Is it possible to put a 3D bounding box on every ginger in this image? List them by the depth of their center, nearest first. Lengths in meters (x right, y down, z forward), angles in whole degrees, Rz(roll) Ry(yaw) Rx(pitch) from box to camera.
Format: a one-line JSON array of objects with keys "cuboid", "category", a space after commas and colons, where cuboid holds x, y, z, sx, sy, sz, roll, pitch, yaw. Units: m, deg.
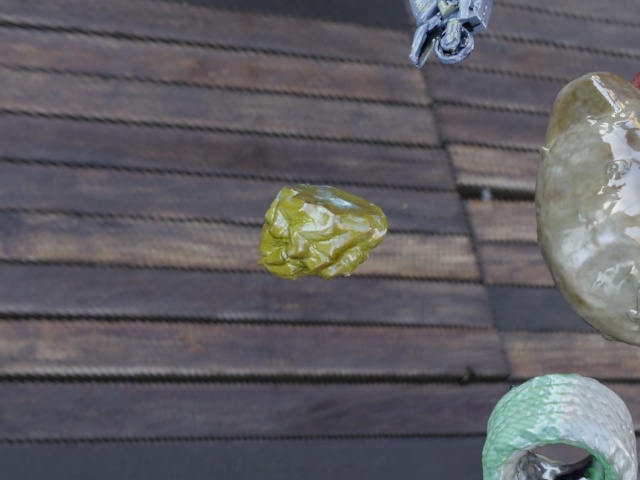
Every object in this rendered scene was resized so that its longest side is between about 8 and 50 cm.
[{"cuboid": [0.295, -0.020, 1.164, 0.304, 0.155, 0.245, 4, 55, -55], "category": "ginger"}]

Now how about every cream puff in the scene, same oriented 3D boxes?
[{"cuboid": [0.000, 0.000, 1.570, 0.146, 0.116, 0.146, 17, 16, -5], "category": "cream puff"}]

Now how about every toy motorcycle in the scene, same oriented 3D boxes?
[{"cuboid": [0.164, -0.307, 1.710, 0.061, 0.124, 0.193, 44, 60, -47], "category": "toy motorcycle"}]

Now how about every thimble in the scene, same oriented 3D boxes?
[{"cuboid": [0.335, 0.294, 1.818, 0.219, 0.219, 0.150, 29, 34, -6], "category": "thimble"}]

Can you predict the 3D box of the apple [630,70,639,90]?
[{"cuboid": [0.469, -0.134, 1.619, 0.201, 0.218, 0.218, 26, 51, -8], "category": "apple"}]
